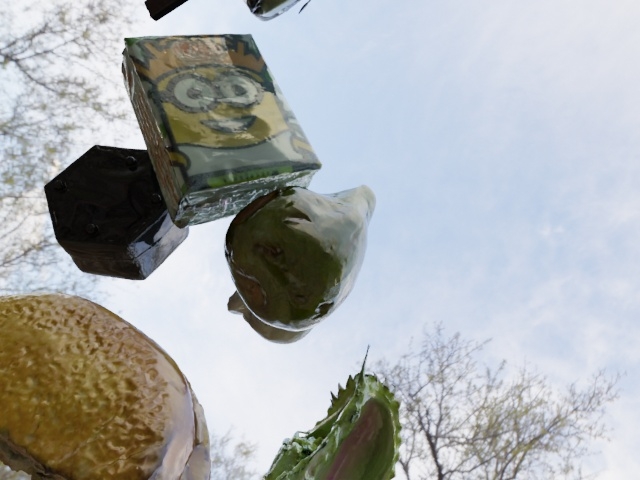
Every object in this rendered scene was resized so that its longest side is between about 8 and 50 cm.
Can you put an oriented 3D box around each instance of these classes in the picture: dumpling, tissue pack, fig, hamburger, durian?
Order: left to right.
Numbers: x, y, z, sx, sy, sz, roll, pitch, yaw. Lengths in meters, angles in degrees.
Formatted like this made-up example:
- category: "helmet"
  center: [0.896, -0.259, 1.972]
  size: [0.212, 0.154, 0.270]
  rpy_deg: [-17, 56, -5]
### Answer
- category: "hamburger"
  center: [-0.206, 0.147, 0.472]
  size: [0.283, 0.156, 0.143]
  rpy_deg: [25, -48, 14]
- category: "tissue pack"
  center: [-0.170, -0.191, 0.858]
  size: [0.310, 0.228, 0.128]
  rpy_deg: [64, -30, 20]
- category: "dumpling"
  center: [-0.084, 0.120, 0.964]
  size: [0.229, 0.151, 0.124]
  rpy_deg: [-35, -147, 45]
- category: "durian"
  center: [-0.005, 0.331, 0.720]
  size: [0.158, 0.355, 0.169]
  rpy_deg: [34, -28, 26]
- category: "fig"
  center: [0.000, 0.000, 0.787]
  size: [0.206, 0.275, 0.206]
  rpy_deg: [35, -37, 32]

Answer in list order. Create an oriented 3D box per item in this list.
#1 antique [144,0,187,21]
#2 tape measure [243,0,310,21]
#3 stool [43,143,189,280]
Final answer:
- category: "antique"
  center: [-0.149, -0.347, 0.684]
  size: [0.192, 0.015, 0.031]
  rpy_deg: [-25, -105, 18]
- category: "tape measure"
  center: [-0.053, -0.475, 0.952]
  size: [0.207, 0.235, 0.115]
  rpy_deg: [-35, -68, -1]
- category: "stool"
  center: [-0.354, -0.052, 0.928]
  size: [0.232, 0.232, 0.141]
  rpy_deg: [46, -21, 23]
